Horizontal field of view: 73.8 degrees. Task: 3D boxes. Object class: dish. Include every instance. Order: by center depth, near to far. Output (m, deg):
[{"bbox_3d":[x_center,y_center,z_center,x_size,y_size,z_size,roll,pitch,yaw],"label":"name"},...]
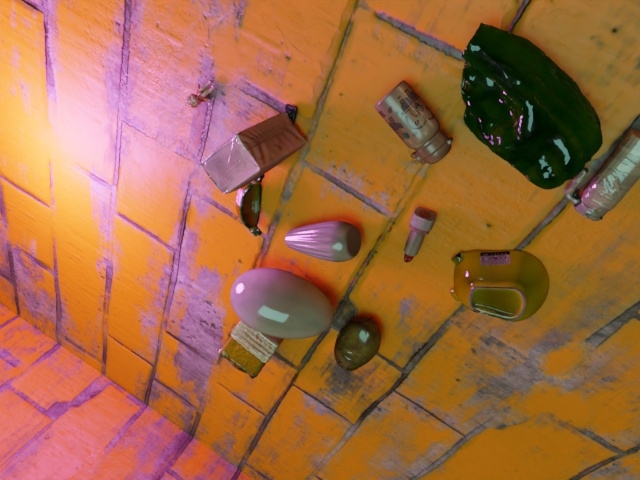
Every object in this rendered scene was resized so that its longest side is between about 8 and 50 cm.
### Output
[{"bbox_3d":[0.487,0.140,1.184,0.263,0.108,0.221,9,121,22],"label":"dish"}]

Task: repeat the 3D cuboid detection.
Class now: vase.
[{"bbox_3d":[0.000,0.000,1.341,0.248,0.128,0.128,3,120,36],"label":"vase"}]

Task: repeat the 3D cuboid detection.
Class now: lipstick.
[{"bbox_3d":[0.276,-0.006,1.238,0.063,0.057,0.186,23,132,13],"label":"lipstick"}]

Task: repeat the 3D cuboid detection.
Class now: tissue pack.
[{"bbox_3d":[-0.185,-0.246,1.202,0.185,0.225,0.124,-25,103,43],"label":"tissue pack"}]

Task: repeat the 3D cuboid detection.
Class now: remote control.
[{"bbox_3d":[-0.092,-0.348,1.236,0.039,0.014,0.096,27,129,11],"label":"remote control"}]

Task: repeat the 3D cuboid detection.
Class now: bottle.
[{"bbox_3d":[0.231,-0.281,1.059,0.110,0.097,0.209,-36,99,35],"label":"bottle"}]

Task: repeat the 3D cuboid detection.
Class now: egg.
[{"bbox_3d":[-0.134,0.220,1.473,0.371,0.230,0.229,18,126,10],"label":"egg"}]

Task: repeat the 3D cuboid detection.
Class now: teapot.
[{"bbox_3d":[0.640,-0.146,0.949,0.107,0.077,0.200,29,128,13],"label":"teapot"}]

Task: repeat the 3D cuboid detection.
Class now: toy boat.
[{"bbox_3d":[-0.223,-0.123,1.395,0.088,0.089,0.229,25,125,29],"label":"toy boat"}]

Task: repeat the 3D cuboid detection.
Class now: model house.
[{"bbox_3d":[-0.258,0.393,1.678,0.193,0.174,0.234,38,132,2],"label":"model house"}]

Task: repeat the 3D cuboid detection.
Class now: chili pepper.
[{"bbox_3d":[0.430,-0.276,0.918,0.385,0.167,0.213,44,127,-2],"label":"chili pepper"}]

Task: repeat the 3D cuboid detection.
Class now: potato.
[{"bbox_3d":[0.131,0.361,1.504,0.149,0.113,0.251,32,120,16],"label":"potato"}]

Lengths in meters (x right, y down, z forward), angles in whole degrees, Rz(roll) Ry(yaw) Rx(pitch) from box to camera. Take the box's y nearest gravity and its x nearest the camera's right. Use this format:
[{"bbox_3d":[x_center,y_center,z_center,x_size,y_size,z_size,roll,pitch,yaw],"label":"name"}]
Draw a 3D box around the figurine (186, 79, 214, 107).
[{"bbox_3d":[-0.361,-0.443,1.297,0.109,0.047,0.064,-29,96,28],"label":"figurine"}]
